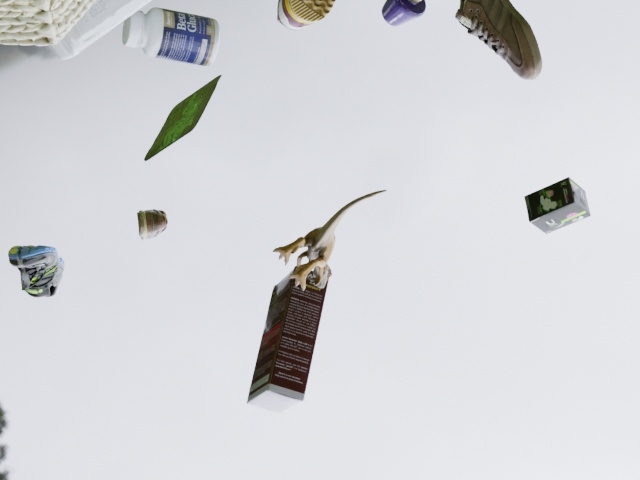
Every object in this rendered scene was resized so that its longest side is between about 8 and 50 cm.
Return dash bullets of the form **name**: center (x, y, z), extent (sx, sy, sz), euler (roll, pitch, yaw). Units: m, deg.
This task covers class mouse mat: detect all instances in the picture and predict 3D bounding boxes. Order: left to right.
- **mouse mat**: center (-0.266, -0.239, 1.848), extent (0.153, 0.007, 0.189), euler (-27, -149, 34)

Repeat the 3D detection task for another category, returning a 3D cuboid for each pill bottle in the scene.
- **pill bottle**: center (-0.284, -0.388, 1.803), extent (0.169, 0.094, 0.094), euler (5, -161, -25)

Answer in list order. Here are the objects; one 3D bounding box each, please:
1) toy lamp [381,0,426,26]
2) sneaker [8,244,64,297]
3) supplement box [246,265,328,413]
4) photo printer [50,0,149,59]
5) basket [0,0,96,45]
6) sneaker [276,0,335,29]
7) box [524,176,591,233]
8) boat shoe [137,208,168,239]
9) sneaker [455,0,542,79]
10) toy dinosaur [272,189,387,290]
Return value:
- **toy lamp**: center (0.215, -0.493, 1.773), extent (0.275, 0.080, 0.080), euler (-36, -161, 45)
- **sneaker**: center (-0.464, 0.053, 1.574), extent (0.067, 0.188, 0.078), euler (1, -105, 0)
- **supplement box**: center (-0.059, 0.181, 1.729), extent (0.130, 0.073, 0.239), euler (138, -33, -61)
- **photo printer**: center (-0.426, -0.501, 1.606), extent (0.256, 0.307, 0.107), euler (-44, -151, -23)
- **basket**: center (-0.302, -0.279, 0.986), extent (0.113, 0.103, 0.167), euler (4, -143, 10)
- **sneaker**: center (0.003, -0.322, 1.068), extent (0.185, 0.070, 0.084), euler (-60, -159, -11)
- **box**: center (0.388, -0.056, 1.559), extent (0.083, 0.062, 0.052), euler (-25, -126, 33)
- **boat shoe**: center (-0.348, -0.034, 1.988), extent (0.060, 0.064, 0.178), euler (-6, -178, -9)
- **sneaker**: center (0.208, -0.276, 1.201), extent (0.071, 0.188, 0.066), euler (-26, 173, -9)
- **toy dinosaur**: center (0.000, 0.000, 1.256), extent (0.112, 0.064, 0.211), euler (-38, 166, -31)
